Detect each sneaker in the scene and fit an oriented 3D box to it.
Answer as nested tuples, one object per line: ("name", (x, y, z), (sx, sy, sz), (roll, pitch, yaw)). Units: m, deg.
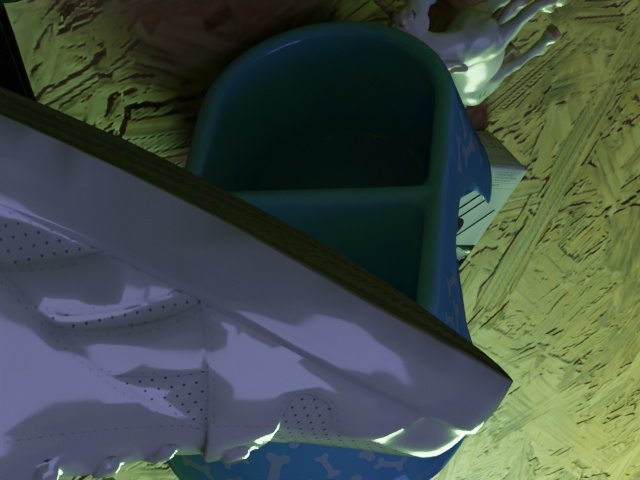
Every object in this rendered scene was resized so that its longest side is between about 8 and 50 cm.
("sneaker", (-0.092, 0.049, 0.457), (0.292, 0.108, 0.169), (23, 95, -25))

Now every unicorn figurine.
("unicorn figurine", (0.093, -0.122, 0.918), (0.111, 0.060, 0.162), (-36, 148, -7))

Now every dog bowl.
("dog bowl", (0.000, 0.000, 0.787), (0.165, 0.297, 0.074), (-1, 139, 11))

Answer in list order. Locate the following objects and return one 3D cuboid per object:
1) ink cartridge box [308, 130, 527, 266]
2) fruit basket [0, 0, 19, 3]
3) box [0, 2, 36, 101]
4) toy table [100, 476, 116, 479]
("ink cartridge box", (0.036, -0.027, 0.997), (0.207, 0.046, 0.097), (2, 130, -47))
("fruit basket", (-0.138, -0.170, 0.327), (0.392, 0.392, 0.283), (0, 132, -46))
("box", (-0.272, 0.017, 0.569), (0.295, 0.073, 0.293), (-21, -178, -24))
("toy table", (-0.163, 0.122, 0.740), (0.160, 0.252, 0.274), (-23, 154, -28))
